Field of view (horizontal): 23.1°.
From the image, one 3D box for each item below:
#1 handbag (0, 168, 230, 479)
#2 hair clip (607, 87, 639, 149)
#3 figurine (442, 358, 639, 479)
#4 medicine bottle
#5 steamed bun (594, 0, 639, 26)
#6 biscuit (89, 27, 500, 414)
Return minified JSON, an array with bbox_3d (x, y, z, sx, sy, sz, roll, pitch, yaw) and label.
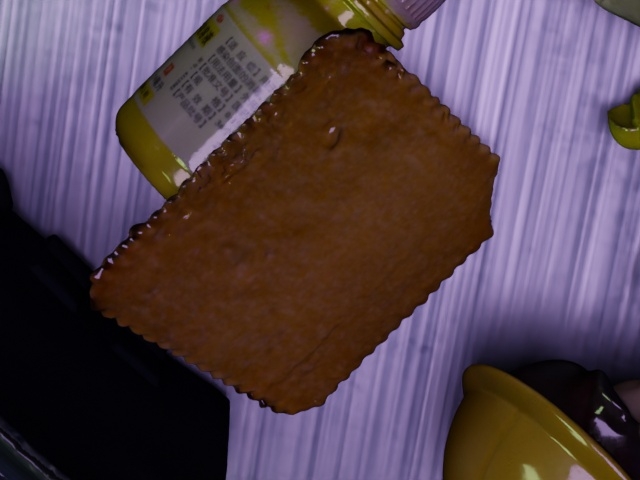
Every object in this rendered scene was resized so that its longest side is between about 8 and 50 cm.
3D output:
[{"bbox_3d":[-0.192,0.077,0.913,0.122,0.329,0.303,-44,103,10],"label":"handbag"},{"bbox_3d":[0.270,-0.080,0.996,0.173,0.072,0.046,-7,115,5],"label":"hair clip"},{"bbox_3d":[0.204,0.137,0.987,0.257,0.167,0.192,-16,135,3],"label":"figurine"},{"bbox_3d":[-0.016,-0.106,0.971,0.212,0.122,0.122,-44,98,9],"label":"medicine bottle"},{"bbox_3d":[0.309,-0.227,0.901,0.275,0.206,0.320,35,104,-8],"label":"steamed bun"},{"bbox_3d":[0.000,0.000,0.975,0.232,0.013,0.237,-45,138,9],"label":"biscuit"}]
